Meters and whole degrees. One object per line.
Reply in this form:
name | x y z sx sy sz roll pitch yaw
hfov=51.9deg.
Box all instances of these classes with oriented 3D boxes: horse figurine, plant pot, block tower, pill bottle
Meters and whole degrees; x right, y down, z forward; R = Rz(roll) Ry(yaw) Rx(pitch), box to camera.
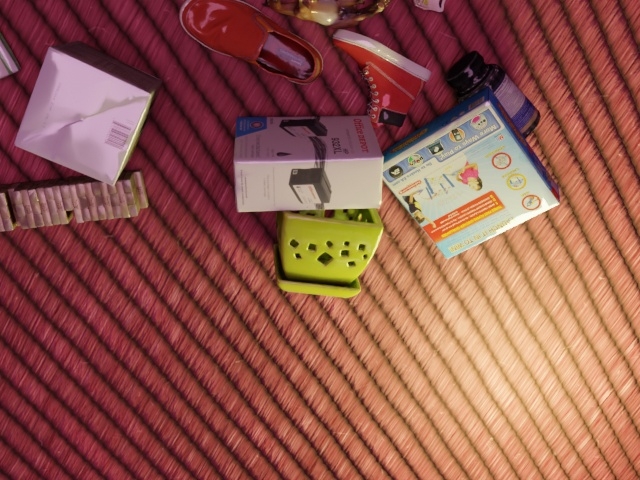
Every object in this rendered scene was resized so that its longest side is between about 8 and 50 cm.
horse figurine | 0.025 -0.500 1.403 0.263 0.174 0.066 -2 91 -22
plant pot | 0.000 0.000 1.528 0.228 0.227 0.207 6 114 -10
block tower | -0.568 -0.090 1.477 0.335 0.097 0.091 -8 111 -7
pill bottle | 0.395 -0.327 1.519 0.219 0.123 0.123 42 99 -17

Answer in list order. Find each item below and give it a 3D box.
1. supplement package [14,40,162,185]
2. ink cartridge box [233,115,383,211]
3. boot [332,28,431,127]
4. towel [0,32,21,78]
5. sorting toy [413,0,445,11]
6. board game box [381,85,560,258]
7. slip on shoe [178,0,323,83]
supplement package | -0.459 -0.268 1.340 0.198 0.263 0.199 23 104 -16
ink cartridge box | -0.031 -0.173 1.437 0.307 0.223 0.129 -2 123 -4
boot | 0.110 -0.357 1.490 0.244 0.088 0.176 24 105 -19
towel | -0.829 -0.395 1.366 0.324 0.038 0.248 -24 109 2
sorting toy | 0.253 -0.549 1.468 0.075 0.045 0.083 19 105 -22
board game box | 0.339 -0.146 1.529 0.308 0.086 0.302 -29 113 30
slip on shoe | -0.144 -0.433 1.417 0.331 0.101 0.123 24 106 -14
